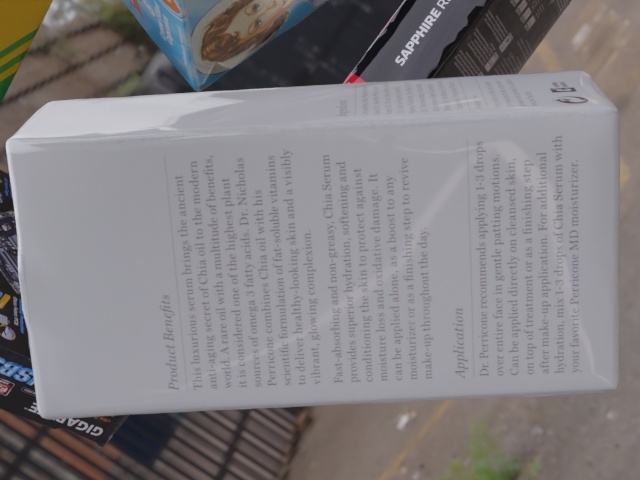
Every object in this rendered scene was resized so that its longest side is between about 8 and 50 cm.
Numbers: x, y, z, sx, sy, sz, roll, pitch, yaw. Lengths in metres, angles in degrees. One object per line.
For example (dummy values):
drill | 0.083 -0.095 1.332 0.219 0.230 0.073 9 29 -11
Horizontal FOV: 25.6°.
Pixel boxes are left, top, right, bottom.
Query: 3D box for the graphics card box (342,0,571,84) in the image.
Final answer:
graphics card box | 0.183 -0.256 1.636 0.371 0.094 0.233 -53 -21 3

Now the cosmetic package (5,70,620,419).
cosmetic package | 0.000 0.000 1.124 0.161 0.453 0.230 -87 -6 -72

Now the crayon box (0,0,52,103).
crayon box | -0.274 -0.178 0.629 0.363 0.106 0.313 55 -134 -47

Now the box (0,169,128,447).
box | -0.320 0.027 1.310 0.073 0.293 0.295 -48 33 21

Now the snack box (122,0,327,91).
snack box | 0.009 -0.180 0.426 0.187 0.060 0.322 -37 -14 -11
